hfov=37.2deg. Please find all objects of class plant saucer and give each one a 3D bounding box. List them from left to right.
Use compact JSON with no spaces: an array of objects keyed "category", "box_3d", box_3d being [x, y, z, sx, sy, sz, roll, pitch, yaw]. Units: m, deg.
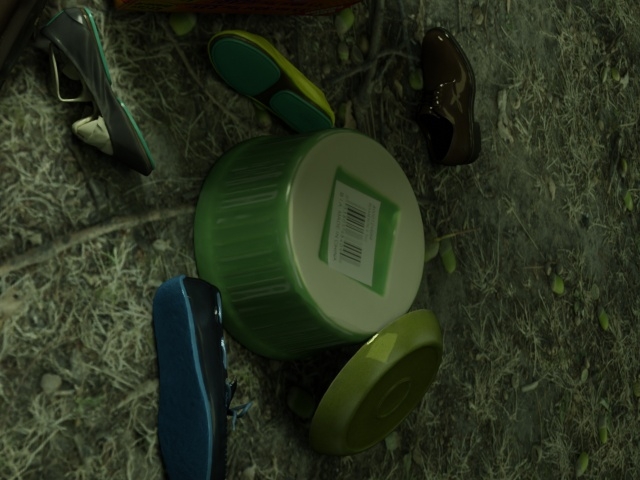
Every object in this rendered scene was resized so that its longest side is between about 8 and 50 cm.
[{"category":"plant saucer","box_3d":[0.085,0.198,1.246,0.241,0.037,0.241,-36,149,-26]}]

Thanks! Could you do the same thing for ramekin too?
[{"category":"ramekin","box_3d":[0.000,0.000,1.224,0.303,0.148,0.303,11,75,-45]}]

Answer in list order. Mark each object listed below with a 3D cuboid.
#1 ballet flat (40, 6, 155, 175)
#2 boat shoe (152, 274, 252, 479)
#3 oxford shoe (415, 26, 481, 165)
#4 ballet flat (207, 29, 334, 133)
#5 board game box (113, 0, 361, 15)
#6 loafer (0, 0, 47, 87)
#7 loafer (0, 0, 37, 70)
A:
[{"category":"ballet flat","box_3d":[-0.254,-0.155,1.056,0.074,0.074,0.203,-39,117,-43]},{"category":"boat shoe","box_3d":[-0.127,0.168,1.093,0.089,0.109,0.258,5,81,-49]},{"category":"oxford shoe","box_3d":[0.196,-0.231,1.525,0.096,0.083,0.227,-12,90,-42]},{"category":"ballet flat","box_3d":[-0.065,-0.219,1.265,0.231,0.077,0.077,36,37,-40]},{"category":"board game box","box_3d":[-0.028,-0.483,1.079,0.356,0.356,0.357,-12,90,-44]},{"category":"loafer","box_3d":[-0.325,-0.234,1.004,0.170,0.062,0.061,-62,147,-28]},{"category":"loafer","box_3d":[-0.317,-0.297,0.917,0.133,0.130,0.366,12,62,-9]}]
